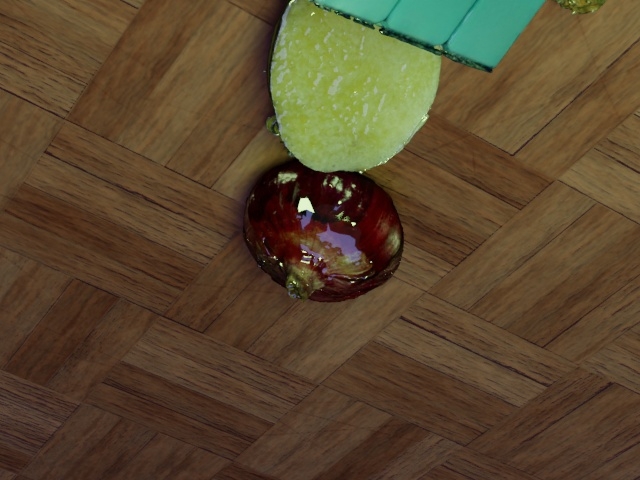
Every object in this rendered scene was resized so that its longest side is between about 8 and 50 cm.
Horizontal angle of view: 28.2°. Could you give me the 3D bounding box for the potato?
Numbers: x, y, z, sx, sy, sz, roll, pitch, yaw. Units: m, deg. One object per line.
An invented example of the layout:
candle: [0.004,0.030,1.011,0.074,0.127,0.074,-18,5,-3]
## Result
potato: [0.041,-0.244,1.705,0.239,0.116,0.299,-5,121,-7]

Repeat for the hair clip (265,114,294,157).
hair clip: [-0.016,-0.195,1.824,0.116,0.049,0.172,2,131,-16]

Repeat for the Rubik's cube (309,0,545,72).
Rubik's cube: [0.091,-0.378,1.258,0.358,0.368,0.387,-22,157,39]

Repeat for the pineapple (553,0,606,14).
pineapple: [0.243,-0.367,1.558,0.251,0.125,0.125,24,135,-10]

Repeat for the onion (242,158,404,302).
onion: [0.000,0.000,1.905,0.252,0.219,0.252,10,137,9]
